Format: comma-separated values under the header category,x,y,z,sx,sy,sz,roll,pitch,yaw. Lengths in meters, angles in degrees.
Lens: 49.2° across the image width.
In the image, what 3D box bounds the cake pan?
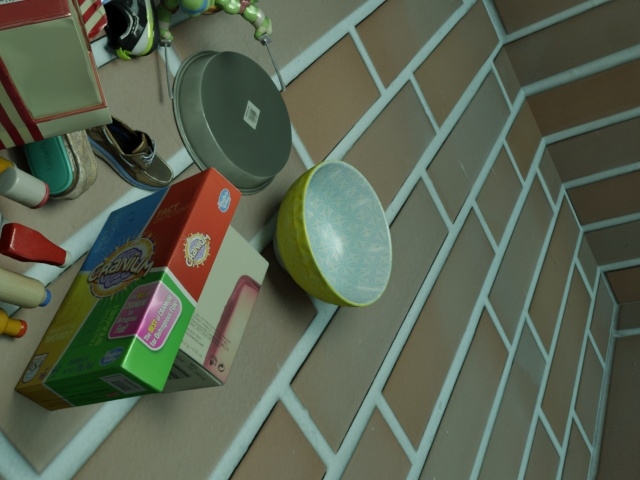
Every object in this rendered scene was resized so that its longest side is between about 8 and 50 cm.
category,x,y,z,sx,sy,sz,roll,pitch,yaw
cake pan,-0.156,-0.236,1.353,0.293,0.054,0.293,24,59,-47

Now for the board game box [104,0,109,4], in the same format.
category,x,y,z,sx,sy,sz,roll,pitch,yaw
board game box,-0.394,-0.417,1.055,0.211,0.039,0.160,-43,114,-29

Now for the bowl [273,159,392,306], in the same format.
category,x,y,z,sx,sy,sz,roll,pitch,yaw
bowl,0.000,0.000,1.385,0.289,0.156,0.289,25,58,-47

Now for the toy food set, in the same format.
category,x,y,z,sx,sy,sz,roll,pitch,yaw
toy food set,-0.393,0.006,0.903,0.104,0.111,0.232,35,49,-57

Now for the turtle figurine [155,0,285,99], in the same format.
category,x,y,z,sx,sy,sz,roll,pitch,yaw
turtle figurine,-0.194,-0.389,1.258,0.274,0.198,0.266,57,22,-26

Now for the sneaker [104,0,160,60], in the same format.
category,x,y,z,sx,sy,sz,roll,pitch,yaw
sneaker,-0.335,-0.416,1.154,0.097,0.084,0.234,-20,94,-53

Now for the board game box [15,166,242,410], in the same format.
category,x,y,z,sx,sy,sz,roll,pitch,yaw
board game box,-0.255,0.065,0.950,0.064,0.242,0.316,44,45,-32

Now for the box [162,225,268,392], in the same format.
category,x,y,z,sx,sy,sz,roll,pitch,yaw
box,-0.200,0.102,1.087,0.127,0.149,0.232,47,44,-33

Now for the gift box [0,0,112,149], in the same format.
category,x,y,z,sx,sy,sz,roll,pitch,yaw
gift box,-0.388,-0.266,0.814,0.255,0.258,0.276,-12,72,-11

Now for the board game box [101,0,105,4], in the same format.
category,x,y,z,sx,sy,sz,roll,pitch,yaw
board game box,-0.367,-0.371,1.037,0.090,0.020,0.090,34,71,-29

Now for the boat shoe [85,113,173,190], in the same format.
category,x,y,z,sx,sy,sz,roll,pitch,yaw
boat shoe,-0.298,-0.140,1.114,0.183,0.066,0.066,34,52,-42

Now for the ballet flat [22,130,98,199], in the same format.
category,x,y,z,sx,sy,sz,roll,pitch,yaw
ballet flat,-0.397,-0.211,1.002,0.106,0.108,0.315,-30,108,-74
